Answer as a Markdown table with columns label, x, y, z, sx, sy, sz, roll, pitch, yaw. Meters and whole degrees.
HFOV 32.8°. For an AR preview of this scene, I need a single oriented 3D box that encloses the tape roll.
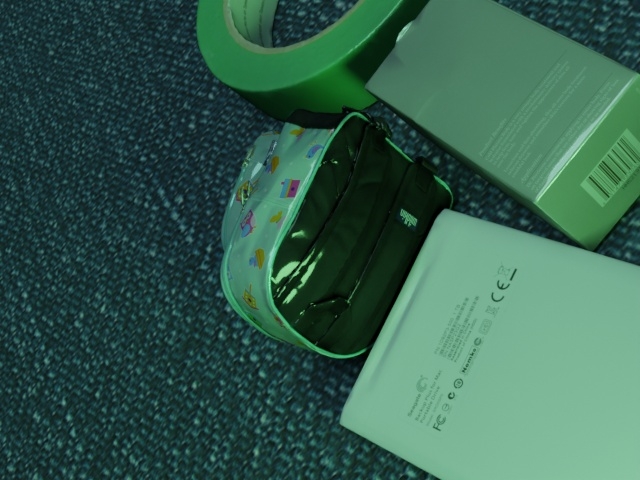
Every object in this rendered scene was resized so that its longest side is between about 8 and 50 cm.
| label | x | y | z | sx | sy | sz | roll | pitch | yaw |
| --- | --- | --- | --- | --- | --- | --- | --- | --- | --- |
| tape roll | 0.012 | -0.278 | 1.131 | 0.321 | 0.077 | 0.321 | -20 | 55 | 31 |

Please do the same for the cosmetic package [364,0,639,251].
| label | x | y | z | sx | sy | sz | roll | pitch | yaw |
| --- | --- | --- | --- | --- | --- | --- | --- | --- | --- |
| cosmetic package | 0.159 | -0.109 | 0.893 | 0.127 | 0.107 | 0.238 | -51 | 42 | 6 |

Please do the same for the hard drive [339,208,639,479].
| label | x | y | z | sx | sy | sz | roll | pitch | yaw |
| --- | --- | --- | --- | --- | --- | --- | --- | --- | --- |
| hard drive | 0.169 | 0.104 | 0.806 | 0.308 | 0.040 | 0.203 | 20 | 81 | 45 |

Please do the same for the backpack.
| label | x | y | z | sx | sy | sz | roll | pitch | yaw |
| --- | --- | --- | --- | --- | --- | --- | --- | --- | --- |
| backpack | 0.000 | 0.000 | 0.920 | 0.144 | 0.166 | 0.188 | 3 | 65 | 44 |
